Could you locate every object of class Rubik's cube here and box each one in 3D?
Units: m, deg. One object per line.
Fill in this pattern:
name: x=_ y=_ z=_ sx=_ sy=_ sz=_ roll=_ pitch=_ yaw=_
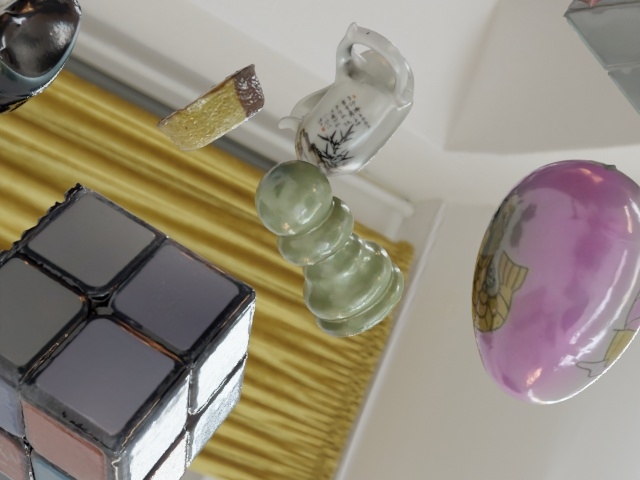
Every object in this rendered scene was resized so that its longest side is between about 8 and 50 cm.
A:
Rubik's cube: x=-0.303 y=0.174 z=1.393 sx=0.316 sy=0.313 sz=0.318 roll=-51 pitch=164 yaw=-36
Rubik's cube: x=0.468 y=-0.285 z=1.252 sx=0.221 sy=0.231 sz=0.225 roll=-36 pitch=-172 yaw=31

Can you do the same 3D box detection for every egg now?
egg: x=0.262 y=0.047 z=1.086 sx=0.196 sy=0.196 sz=0.271 roll=18 pitch=-76 yaw=63

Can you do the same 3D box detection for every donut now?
donut: x=-0.178 y=-0.238 z=1.812 sx=0.217 sy=0.085 sz=0.141 roll=-37 pitch=-167 yaw=-27

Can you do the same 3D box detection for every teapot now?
teapot: x=0.045 y=-0.199 z=1.428 sx=0.208 sy=0.166 sz=0.300 roll=-41 pitch=171 yaw=-30

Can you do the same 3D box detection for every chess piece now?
chess piece: x=0.000 y=0.000 z=1.390 sx=0.144 sy=0.251 sz=0.144 roll=-22 pitch=-144 yaw=17

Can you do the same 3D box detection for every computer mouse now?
computer mouse: x=-0.331 y=-0.188 z=1.053 sx=0.137 sy=0.096 sz=0.233 roll=-12 pitch=-150 yaw=33

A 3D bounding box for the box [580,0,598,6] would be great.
box: x=0.249 y=-0.305 z=1.051 sx=0.111 sy=0.156 sz=0.060 roll=-33 pitch=146 yaw=-50
